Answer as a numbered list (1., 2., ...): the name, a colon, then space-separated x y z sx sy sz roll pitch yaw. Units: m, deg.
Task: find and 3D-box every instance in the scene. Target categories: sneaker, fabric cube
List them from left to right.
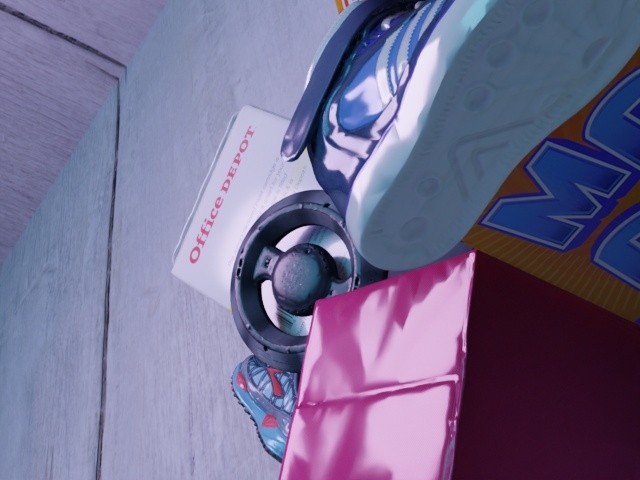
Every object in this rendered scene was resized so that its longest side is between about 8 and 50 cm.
1. sneaker: -0.040 0.234 1.495 0.125 0.104 0.262 -45 34 2
2. sneaker: 0.089 -0.159 0.744 0.323 0.130 0.236 -55 36 31
3. fabric cube: 0.144 0.190 1.013 0.258 0.254 0.259 -21 50 51

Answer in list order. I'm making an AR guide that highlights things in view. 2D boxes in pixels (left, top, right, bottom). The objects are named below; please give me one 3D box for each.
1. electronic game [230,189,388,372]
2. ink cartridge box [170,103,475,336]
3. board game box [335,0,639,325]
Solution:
1. electronic game: -0.018 0.049 1.252 0.229 0.048 0.229 -10 72 32
2. ink cartridge box: 0.000 0.000 1.402 0.384 0.160 0.279 27 94 45
3. board game box: 0.278 -0.195 0.962 0.356 0.356 0.356 -48 34 31
